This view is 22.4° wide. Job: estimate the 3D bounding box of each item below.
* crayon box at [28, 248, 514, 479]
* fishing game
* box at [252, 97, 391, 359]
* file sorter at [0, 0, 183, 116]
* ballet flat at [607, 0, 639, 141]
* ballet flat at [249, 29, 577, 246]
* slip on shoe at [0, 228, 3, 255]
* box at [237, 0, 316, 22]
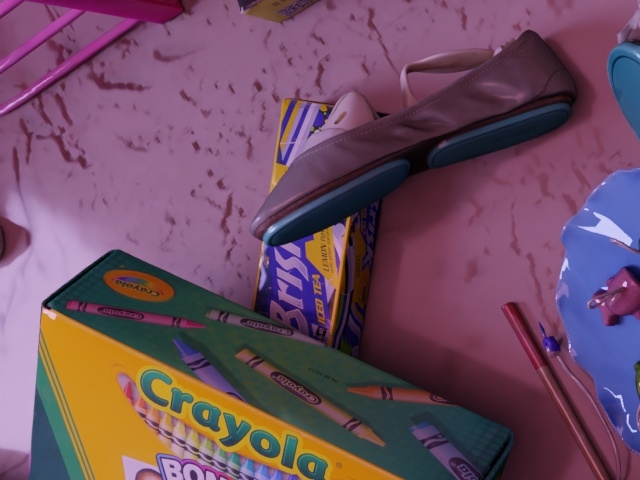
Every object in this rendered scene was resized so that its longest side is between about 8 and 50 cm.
[{"bbox_3d":[-0.038,0.138,0.965,0.278,0.081,0.165,23,126,18],"label":"crayon box"},{"bbox_3d":[0.187,0.054,0.856,0.189,0.041,0.264,62,147,10],"label":"fishing game"},{"bbox_3d":[0.000,0.000,0.998,0.059,0.054,0.169,10,94,22],"label":"box"},{"bbox_3d":[-0.264,-0.190,0.978,0.182,0.290,0.202,-32,79,22],"label":"file sorter"},{"bbox_3d":[0.300,0.029,0.843,0.147,0.147,0.409,-30,81,20],"label":"ballet flat"},{"bbox_3d":[0.046,-0.064,0.937,0.213,0.072,0.068,-23,75,-13],"label":"ballet flat"},{"bbox_3d":[-0.287,0.009,1.121,0.135,0.041,0.051,-5,89,22],"label":"slip on shoe"},{"bbox_3d":[-0.051,-0.259,1.013,0.087,0.058,0.232,-29,81,20],"label":"box"}]
